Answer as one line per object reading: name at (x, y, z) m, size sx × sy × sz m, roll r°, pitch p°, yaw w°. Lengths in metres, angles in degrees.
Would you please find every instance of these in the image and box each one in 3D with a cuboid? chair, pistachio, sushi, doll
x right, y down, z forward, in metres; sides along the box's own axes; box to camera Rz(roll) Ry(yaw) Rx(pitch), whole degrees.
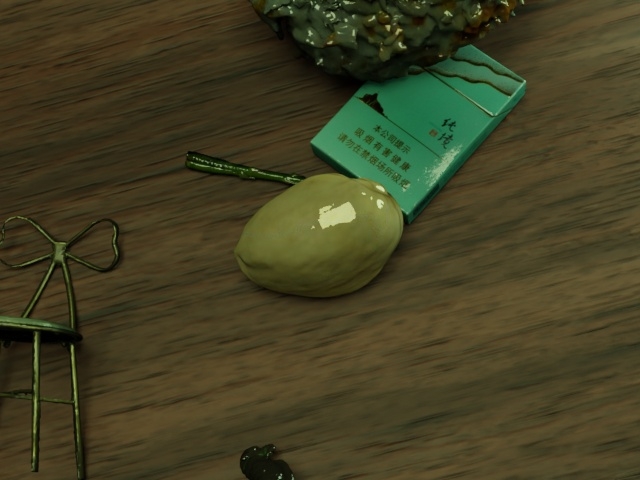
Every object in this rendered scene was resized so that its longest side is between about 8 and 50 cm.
chair at (-0.347, 0.110, 1.240) m, size 0.159 × 0.170 × 0.326 m, roll 0°, pitch 75°, yaw 11°
pistachio at (0.000, 0.000, 1.246) m, size 0.200 × 0.117 × 0.145 m, roll -24°, pitch 93°, yaw 7°
sushi at (0.087, -0.378, 1.333) m, size 0.417 × 0.176 × 0.418 m, roll -7°, pitch 61°, yaw 12°
doll at (-0.087, 0.300, 1.167) m, size 0.139 × 0.057 × 0.165 m, roll -26°, pitch 39°, yaw 24°

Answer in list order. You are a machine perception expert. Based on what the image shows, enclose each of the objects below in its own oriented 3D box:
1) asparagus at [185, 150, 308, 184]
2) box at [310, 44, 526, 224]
asparagus at (-0.062, -0.081, 1.338) m, size 0.232 × 0.022 × 0.023 m, roll 11°, pitch 27°, yaw 15°
box at (0.121, -0.153, 1.326) m, size 0.162 × 0.041 × 0.229 m, roll 39°, pitch 79°, yaw 20°
